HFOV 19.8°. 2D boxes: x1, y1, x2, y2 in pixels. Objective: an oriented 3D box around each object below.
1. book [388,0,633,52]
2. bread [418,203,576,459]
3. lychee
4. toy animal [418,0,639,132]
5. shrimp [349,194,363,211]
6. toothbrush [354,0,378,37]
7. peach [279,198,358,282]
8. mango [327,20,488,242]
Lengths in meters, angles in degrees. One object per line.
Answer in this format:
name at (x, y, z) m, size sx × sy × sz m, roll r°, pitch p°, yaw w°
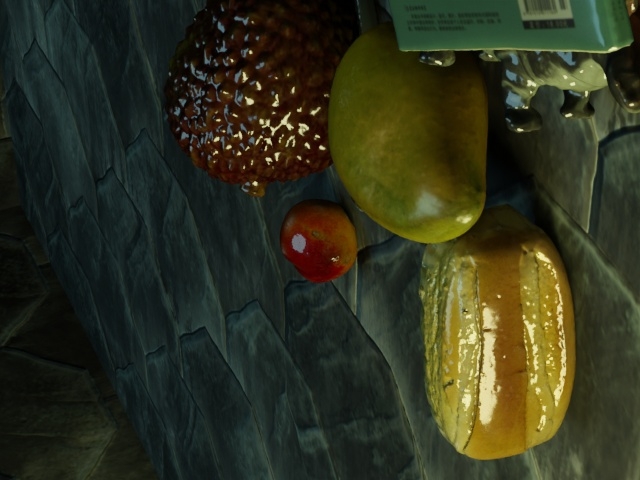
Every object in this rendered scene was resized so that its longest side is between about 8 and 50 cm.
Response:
book at (0.101, -0.325, 1.388) m, size 0.264 × 0.031 × 0.379 m, roll 9°, pitch 118°, yaw 53°
bread at (0.169, 0.091, 1.738) m, size 0.106 × 0.140 × 0.236 m, roll -137°, pitch 37°, yaw -62°
lychee at (-0.056, -0.179, 2.046) m, size 0.236 × 0.236 × 0.271 m, roll 47°, pitch 126°, yaw 55°
toy animal at (0.201, -0.172, 1.487) m, size 0.343 × 0.106 × 0.168 m, roll 26°, pitch 122°, yaw 59°
shrimp at (0.047, -0.095, 2.117) m, size 0.161 × 0.034 × 0.091 m, roll 115°, pitch 137°, yaw -65°
toothbrush at (0.042, -0.288, 1.981) m, size 0.030 × 0.030 × 0.297 m, roll 11°, pitch 115°, yaw 59°
peach at (0.000, 0.000, 2.247) m, size 0.101 × 0.101 × 0.100 m, roll 164°, pitch 90°, yaw -72°
mango at (0.089, -0.109, 1.766) m, size 0.176 × 0.119 × 0.317 m, roll -43°, pitch 38°, yaw 22°
